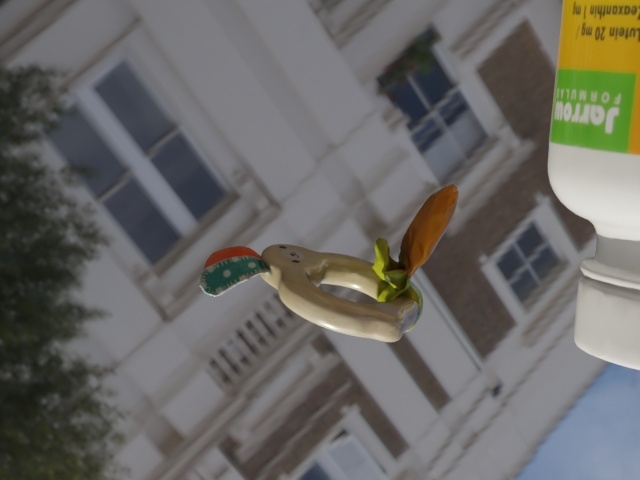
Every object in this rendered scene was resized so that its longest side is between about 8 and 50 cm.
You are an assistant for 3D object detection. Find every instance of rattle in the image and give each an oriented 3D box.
[{"bbox_3d":[0.000,0.000,1.193,0.200,0.143,0.130,23,-141,15],"label":"rattle"}]

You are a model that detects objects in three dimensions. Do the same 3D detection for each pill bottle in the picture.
[{"bbox_3d":[0.164,-0.073,0.552,0.136,0.245,0.136,5,-173,-1],"label":"pill bottle"}]
